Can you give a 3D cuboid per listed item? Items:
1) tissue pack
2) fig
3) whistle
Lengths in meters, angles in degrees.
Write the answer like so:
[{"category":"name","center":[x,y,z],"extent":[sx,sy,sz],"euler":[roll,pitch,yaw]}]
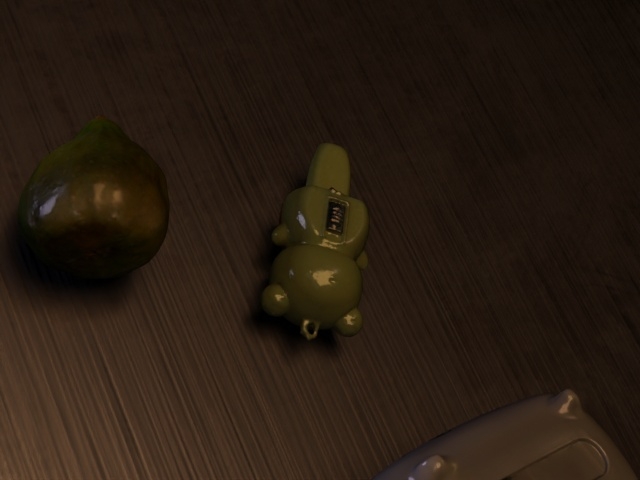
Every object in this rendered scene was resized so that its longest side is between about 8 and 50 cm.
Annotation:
[{"category":"tissue pack","center":[0.193,0.310,1.411],"extent":[0.333,0.236,0.229],"euler":[-19,58,-35]},{"category":"fig","center":[-0.255,-0.043,1.497],"extent":[0.167,0.167,0.233],"euler":[27,14,-9]},{"category":"whistle","center":[0.000,0.000,1.615],"extent":[0.131,0.106,0.288],"euler":[17,54,-14]}]
